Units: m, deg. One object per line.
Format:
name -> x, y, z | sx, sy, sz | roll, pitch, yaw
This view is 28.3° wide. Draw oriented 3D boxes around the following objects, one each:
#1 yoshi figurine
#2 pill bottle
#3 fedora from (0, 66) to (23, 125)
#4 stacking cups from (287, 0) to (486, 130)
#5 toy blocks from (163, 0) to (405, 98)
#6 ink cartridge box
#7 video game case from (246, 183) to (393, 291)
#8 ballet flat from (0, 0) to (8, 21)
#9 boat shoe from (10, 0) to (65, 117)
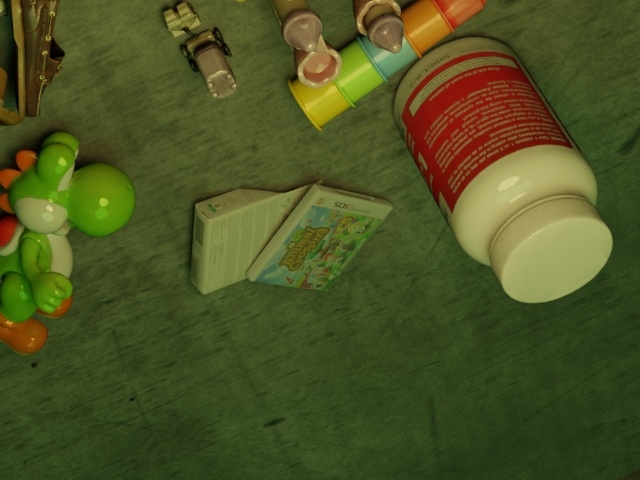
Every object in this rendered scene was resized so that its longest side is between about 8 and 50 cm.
yoshi figurine -> -0.388, 0.006, 1.944 | 0.203, 0.203, 0.362 | -10, 137, -37
pill bottle -> 0.279, -0.108, 1.937 | 0.229, 0.408, 0.229 | -12, 137, -12
fedora -> -0.488, -0.216, 1.711 | 0.194, 0.194, 0.079 | 21, 82, -38
stacking cups -> 0.107, -0.285, 1.917 | 0.316, 0.096, 0.096 | -31, 138, 8
toy blocks -> -0.056, -0.309, 1.692 | 0.309, 0.260, 0.288 | -26, 139, 3
ink cartridge box -> -0.111, -0.018, 2.146 | 0.224, 0.056, 0.181 | -23, 142, -29
video game case -> 0.000, 0.000, 2.182 | 0.193, 0.023, 0.212 | 10, 127, -46
ballet flat -> -0.443, -0.324, 1.672 | 0.041, 0.041, 0.114 | -20, 139, -3
boat shoe -> -0.387, -0.255, 1.743 | 0.073, 0.073, 0.207 | -5, 136, -17
